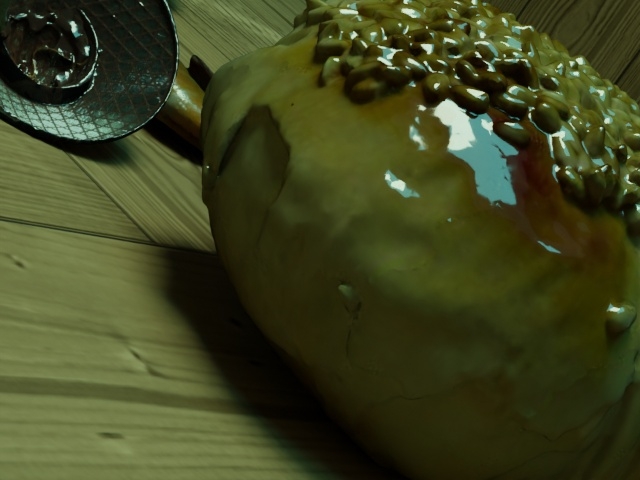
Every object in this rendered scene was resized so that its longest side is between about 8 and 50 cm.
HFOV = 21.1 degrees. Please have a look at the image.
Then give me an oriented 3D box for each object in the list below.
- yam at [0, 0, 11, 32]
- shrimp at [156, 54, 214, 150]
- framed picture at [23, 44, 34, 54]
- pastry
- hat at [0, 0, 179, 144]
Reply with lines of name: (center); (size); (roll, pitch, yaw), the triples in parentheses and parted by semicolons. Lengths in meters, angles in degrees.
yam: (-0.327, -0.217, 0.943); (0.241, 0.241, 0.348); (43, 20, 29)
shrimp: (-0.131, -0.145, 1.455); (0.249, 0.068, 0.150); (52, 10, 35)
framed picture: (-0.345, -0.254, 1.403); (0.232, 0.024, 0.315); (28, 17, -23)
pastry: (0.110, -0.006, 1.137); (0.409, 0.245, 0.409); (35, 20, -15)
hat: (-0.205, -0.144, 1.267); (0.193, 0.082, 0.193); (14, 62, -28)
